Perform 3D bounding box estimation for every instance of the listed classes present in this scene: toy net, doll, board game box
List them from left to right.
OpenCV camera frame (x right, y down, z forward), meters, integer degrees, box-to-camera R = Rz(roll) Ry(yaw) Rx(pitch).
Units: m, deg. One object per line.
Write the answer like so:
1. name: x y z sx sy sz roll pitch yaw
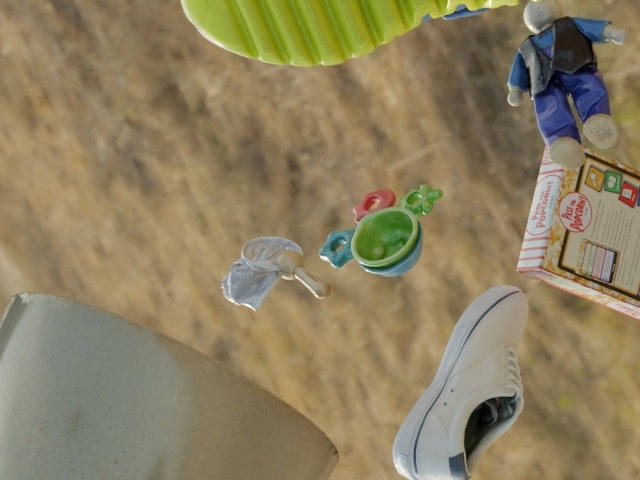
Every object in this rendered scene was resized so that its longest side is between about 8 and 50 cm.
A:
1. toy net: 0.000 0.000 1.760 0.045 0.232 0.122 51 -142 -42
2. doll: 0.223 -0.153 1.678 0.046 0.129 0.189 37 -151 -39
3. board game box: 0.313 -0.007 1.990 0.193 0.147 0.045 22 166 -27

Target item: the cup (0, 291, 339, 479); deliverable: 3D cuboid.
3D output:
1. cup: -0.180 0.228 1.645 0.331 0.237 0.331 23 162 8

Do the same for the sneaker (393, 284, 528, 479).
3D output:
1. sneaker: 0.171 0.153 1.922 0.091 0.258 0.094 9 141 32

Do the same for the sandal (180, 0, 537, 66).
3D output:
1. sandal: 0.049 -0.209 1.441 0.138 0.317 0.126 -110 12 -80
